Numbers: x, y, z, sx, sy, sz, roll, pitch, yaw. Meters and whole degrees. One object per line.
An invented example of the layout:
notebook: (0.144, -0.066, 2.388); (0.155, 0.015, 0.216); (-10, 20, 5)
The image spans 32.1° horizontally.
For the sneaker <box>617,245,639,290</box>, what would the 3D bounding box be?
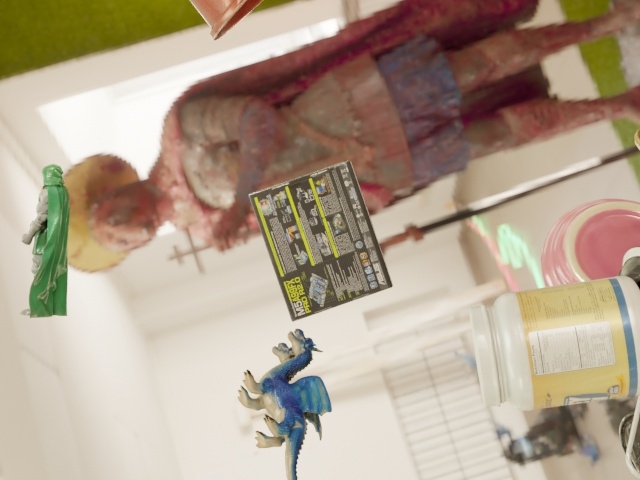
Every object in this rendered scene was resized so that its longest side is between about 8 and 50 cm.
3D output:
sneaker: (0.519, 0.103, 1.577); (0.234, 0.106, 0.078); (33, 134, 17)

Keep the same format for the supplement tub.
supplement tub: (0.286, 0.126, 1.336); (0.144, 0.199, 0.144); (-9, -90, -84)

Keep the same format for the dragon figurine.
dragon figurine: (-0.033, 0.257, 1.696); (0.289, 0.144, 0.085); (60, 148, 37)

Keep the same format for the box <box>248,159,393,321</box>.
box: (0.000, 0.000, 2.211); (0.060, 0.216, 0.270); (-133, 24, -87)

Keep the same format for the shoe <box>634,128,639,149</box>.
shoe: (0.683, -0.135, 2.101); (0.219, 0.076, 0.058); (34, 139, 9)

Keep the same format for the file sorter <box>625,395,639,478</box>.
file sorter: (0.542, 0.220, 1.478); (0.278, 0.173, 0.193); (98, -168, -62)

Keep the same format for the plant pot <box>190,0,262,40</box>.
plant pot: (-0.121, -0.424, 1.300); (0.265, 0.272, 0.272); (45, 180, -8)

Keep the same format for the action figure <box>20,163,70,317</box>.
action figure: (-0.416, -0.001, 1.696); (0.137, 0.063, 0.232); (20, -104, -86)

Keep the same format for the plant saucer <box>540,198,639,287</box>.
plant saucer: (0.637, 0.042, 2.354); (0.084, 0.332, 0.332); (83, 169, -59)

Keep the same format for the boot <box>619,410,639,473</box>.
boot: (0.587, 0.417, 1.834); (0.263, 0.091, 0.229); (62, -171, 2)
